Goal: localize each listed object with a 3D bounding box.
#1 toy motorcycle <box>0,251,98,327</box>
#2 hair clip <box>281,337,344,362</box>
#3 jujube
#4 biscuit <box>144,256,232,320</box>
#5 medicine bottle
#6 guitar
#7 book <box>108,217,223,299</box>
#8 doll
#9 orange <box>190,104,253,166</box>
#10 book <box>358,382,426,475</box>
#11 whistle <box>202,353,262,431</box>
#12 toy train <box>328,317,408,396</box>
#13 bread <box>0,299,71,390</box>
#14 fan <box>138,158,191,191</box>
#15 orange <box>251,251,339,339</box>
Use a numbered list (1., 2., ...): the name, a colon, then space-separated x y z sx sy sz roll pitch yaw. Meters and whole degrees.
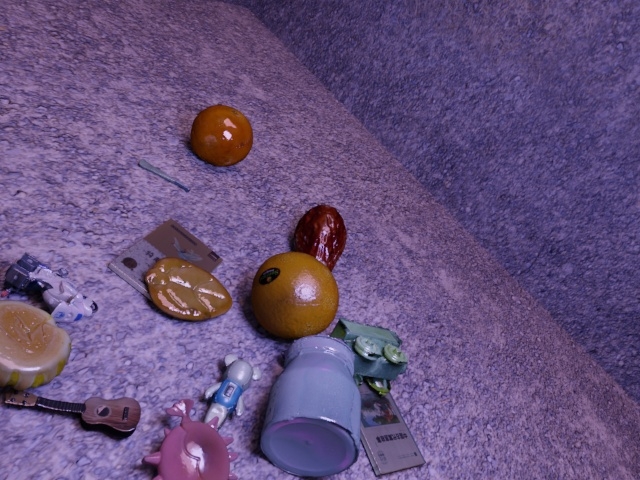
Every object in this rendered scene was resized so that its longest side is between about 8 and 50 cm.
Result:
1. toy motorcycle: -0.634 0.121 1.265 0.221 0.102 0.150 36 11 -12
2. hair clip: -0.016 0.337 1.561 0.195 0.124 0.052 -2 16 -1
3. jujube: 0.000 0.000 1.988 0.197 0.197 0.290 27 49 -20
4. biscuit: -0.366 0.139 1.525 0.260 0.041 0.203 23 36 -22
5. medicine bottle: -0.012 0.412 1.391 0.245 0.245 0.290 31 33 -14
6. guitar: -0.518 0.356 1.135 0.271 0.038 0.084 18 32 -23
7. book: -0.443 0.066 1.594 0.217 0.021 0.310 38 32 -2
8. doll: -0.278 0.475 1.178 0.211 0.093 0.262 -5 60 -41
9. orange: -0.375 -0.400 2.064 0.240 0.240 0.240 27 34 -20
10. book: 0.184 0.554 1.627 0.215 0.025 0.282 8 41 -42
11. whistle: -0.233 0.390 1.361 0.114 0.077 0.235 30 38 -2
12. toy train: 0.145 0.360 1.696 0.272 0.159 0.188 17 21 -30
13. bread: -0.634 0.221 1.119 0.213 0.104 0.213 35 23 -17
14. fan: -0.536 -0.220 1.863 0.193 0.016 0.038 30 36 -12
15. orange: -0.078 0.165 1.623 0.274 0.274 0.274 27 34 -20
